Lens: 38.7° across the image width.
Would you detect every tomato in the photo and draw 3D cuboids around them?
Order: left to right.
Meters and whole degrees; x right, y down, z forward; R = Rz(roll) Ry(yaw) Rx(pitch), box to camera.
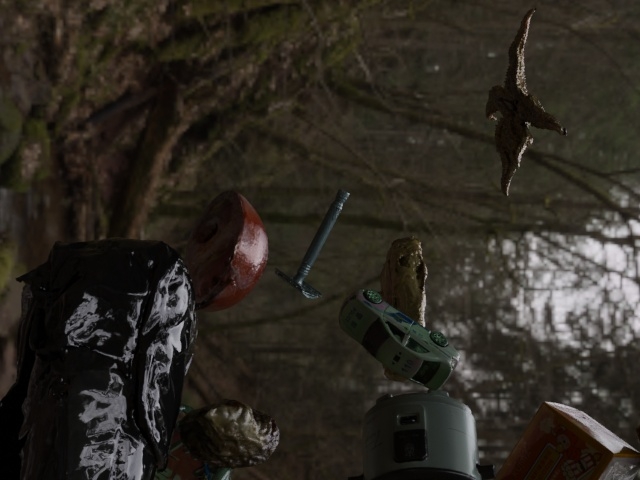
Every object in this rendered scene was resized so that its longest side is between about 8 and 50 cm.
[{"bbox_3d":[-0.148,0.025,1.581,0.199,0.112,0.228,-41,-143,39],"label":"tomato"}]

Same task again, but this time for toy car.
[{"bbox_3d":[0.129,0.175,1.581,0.090,0.224,0.076,-61,173,34],"label":"toy car"}]

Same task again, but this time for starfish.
[{"bbox_3d":[0.406,-0.253,1.817,0.301,0.084,0.293,112,-18,-49],"label":"starfish"}]

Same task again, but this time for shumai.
[{"bbox_3d":[-0.125,0.267,1.329,0.105,0.139,0.123,-58,-169,28],"label":"shumai"}]

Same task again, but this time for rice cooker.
[{"bbox_3d":[0.192,0.428,1.750,0.241,0.280,0.227,70,17,-52],"label":"rice cooker"}]

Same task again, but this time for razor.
[{"bbox_3d":[0.000,0.000,1.922,0.106,0.068,0.232,34,-83,46],"label":"razor"}]

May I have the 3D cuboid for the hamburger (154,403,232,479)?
[{"bbox_3d":[-0.253,0.460,1.663,0.260,0.276,0.150,53,-2,45],"label":"hamburger"}]

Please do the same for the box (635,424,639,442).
[{"bbox_3d":[0.853,0.513,2.085,0.193,0.084,0.301,-56,-156,37],"label":"box"}]

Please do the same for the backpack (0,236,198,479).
[{"bbox_3d":[-0.313,0.230,1.228,0.363,0.254,0.446,95,1,-62],"label":"backpack"}]

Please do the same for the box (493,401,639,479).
[{"bbox_3d":[0.561,0.550,2.114,0.259,0.214,0.283,22,100,-51],"label":"box"}]

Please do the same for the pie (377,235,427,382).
[{"bbox_3d":[0.184,0.162,2.115,0.339,0.083,0.339,-176,-90,-83],"label":"pie"}]
